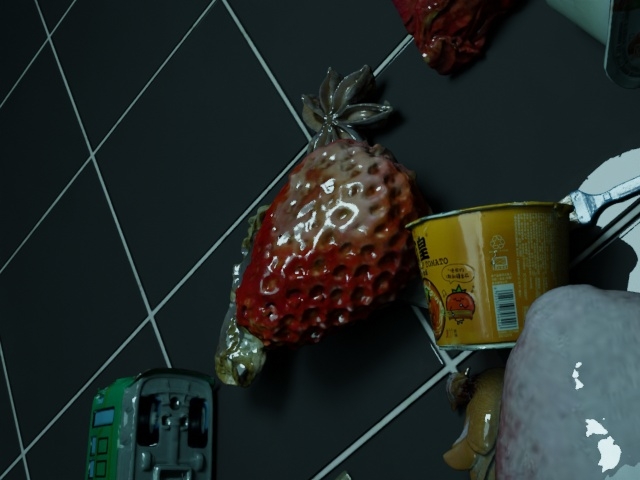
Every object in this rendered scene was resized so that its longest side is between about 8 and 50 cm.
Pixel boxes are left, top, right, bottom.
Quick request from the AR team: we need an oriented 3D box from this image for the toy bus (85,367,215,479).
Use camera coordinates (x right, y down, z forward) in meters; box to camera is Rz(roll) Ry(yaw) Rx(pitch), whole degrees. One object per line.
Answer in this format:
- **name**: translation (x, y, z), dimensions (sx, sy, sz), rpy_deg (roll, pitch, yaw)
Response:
- **toy bus**: translation (-0.303, 0.403, 1.353), dimensions (0.200, 0.184, 0.343), rpy_deg (-17, 65, 42)

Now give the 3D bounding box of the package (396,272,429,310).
- **package**: translation (0.131, 0.021, 1.195), dimensions (0.239, 0.030, 0.154), rpy_deg (11, 82, 43)

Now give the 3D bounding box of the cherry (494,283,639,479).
- **cherry**: translation (0.335, 0.213, 0.782), dimensions (0.326, 0.291, 0.334), rpy_deg (-7, 69, 45)

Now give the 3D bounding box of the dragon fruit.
- **dragon fruit**: translation (0.219, -0.421, 1.196), dimensions (0.303, 0.240, 0.330), rpy_deg (2, 100, 14)

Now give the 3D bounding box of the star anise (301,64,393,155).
- **star anise**: translation (0.045, -0.198, 1.309), dimensions (0.197, 0.073, 0.212), rpy_deg (-14, 71, 41)

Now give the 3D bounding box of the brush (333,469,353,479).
- **brush**: translation (-0.014, 0.427, 1.202), dimensions (0.190, 0.028, 0.034), rpy_deg (-46, 55, 11)

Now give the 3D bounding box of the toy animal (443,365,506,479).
- **toy animal**: translation (0.212, 0.256, 1.025), dimensions (0.179, 0.089, 0.188), rpy_deg (9, 82, 58)

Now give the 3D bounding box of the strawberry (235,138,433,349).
- **strawberry**: translation (0.000, 0.000, 1.133), dimensions (0.265, 0.149, 0.336), rpy_deg (37, 80, 30)

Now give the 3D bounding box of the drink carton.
- **drink carton**: translation (0.383, -0.318, 0.979), dimensions (0.186, 0.191, 0.189), rpy_deg (-25, 44, -11)

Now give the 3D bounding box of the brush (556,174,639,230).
- **brush**: translation (0.379, -0.058, 1.017), dimensions (0.164, 0.014, 0.051), rpy_deg (-26, 62, 32)

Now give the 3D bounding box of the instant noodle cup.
- **instant noodle cup**: translation (0.223, 0.050, 0.997), dimensions (0.216, 0.216, 0.172), rpy_deg (-10, 81, 38)

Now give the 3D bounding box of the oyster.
- **oyster**: translation (-0.092, 0.081, 1.305), dimensions (0.198, 0.133, 0.336), rpy_deg (11, 80, 50)
